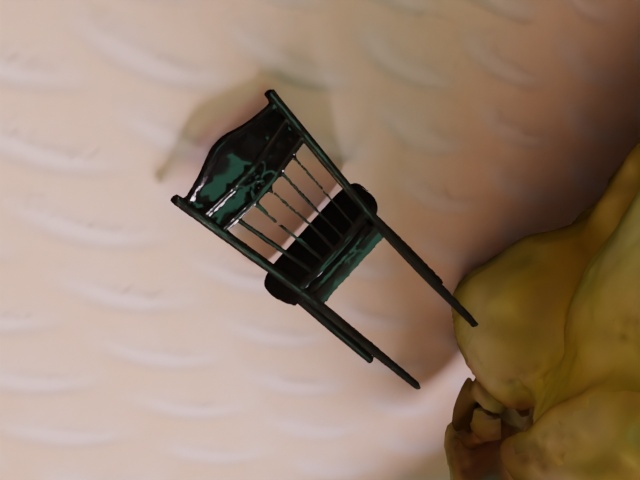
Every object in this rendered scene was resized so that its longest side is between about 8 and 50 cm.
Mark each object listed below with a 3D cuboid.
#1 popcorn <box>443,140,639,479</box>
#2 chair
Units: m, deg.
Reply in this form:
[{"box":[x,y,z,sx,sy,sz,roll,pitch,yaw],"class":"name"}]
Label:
[{"box":[0.160,0.038,0.477,0.252,0.215,0.286,-41,153,-24],"class":"popcorn"},{"box":[-0.001,-0.001,0.400,0.037,0.042,0.086,-48,114,-3],"class":"chair"}]
